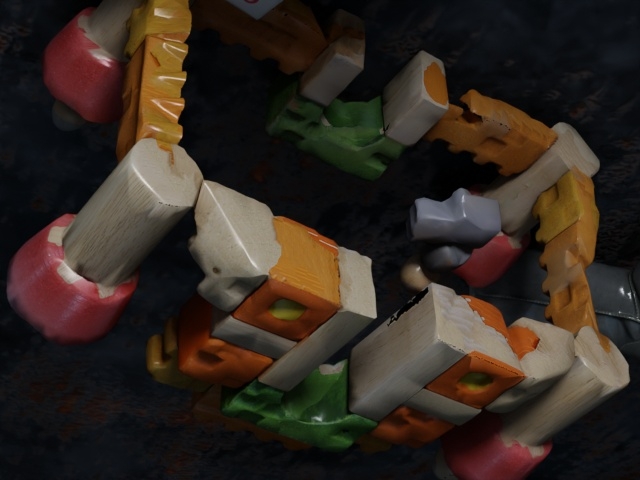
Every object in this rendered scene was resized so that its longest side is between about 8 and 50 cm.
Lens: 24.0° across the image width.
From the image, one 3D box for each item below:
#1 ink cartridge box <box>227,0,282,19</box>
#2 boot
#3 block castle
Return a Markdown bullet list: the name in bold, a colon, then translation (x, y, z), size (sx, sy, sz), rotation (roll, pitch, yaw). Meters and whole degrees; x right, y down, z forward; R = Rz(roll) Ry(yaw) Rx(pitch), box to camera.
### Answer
- **ink cartridge box**: translation (-0.032, -0.241, 1.001), size (0.127, 0.072, 0.175), rotation (28, 138, -31)
- **boot**: translation (0.240, 0.027, 1.358), size (0.208, 0.076, 0.189), rotation (16, 107, 27)
- **block castle**: translation (0.000, 0.000, 1.151), size (0.453, 0.303, 0.213), rotation (23, 135, -25)
